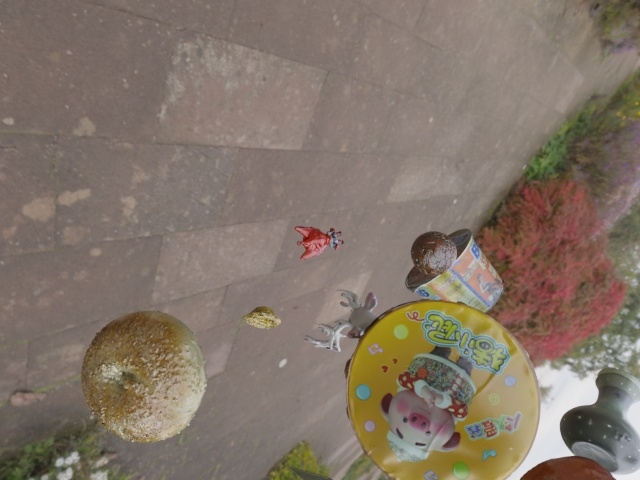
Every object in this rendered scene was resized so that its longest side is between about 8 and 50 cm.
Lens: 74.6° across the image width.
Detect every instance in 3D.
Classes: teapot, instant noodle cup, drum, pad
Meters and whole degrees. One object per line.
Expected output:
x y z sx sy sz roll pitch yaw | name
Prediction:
0.740 0.456 1.081 0.251 0.183 0.183 -40 148 -35 | teapot
0.473 0.133 1.452 0.296 0.214 0.296 -44 -175 5 | instant noodle cup
0.269 0.344 0.986 0.431 0.431 0.214 -54 167 -2 | drum
0.077 0.948 1.498 0.375 0.315 0.063 50 47 -24 | pad

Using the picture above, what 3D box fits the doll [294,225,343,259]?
0.000 0.000 1.358 0.169 0.109 0.057 -8 173 -26 | doll

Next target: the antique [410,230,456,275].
0.250 0.029 0.929 0.104 0.104 0.104 -36 146 -30 | antique

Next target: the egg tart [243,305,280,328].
-0.202 0.266 1.460 0.129 0.128 0.049 74 14 -55 | egg tart

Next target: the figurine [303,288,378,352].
0.126 0.291 1.229 0.206 0.316 0.284 -38 178 -29 | figurine

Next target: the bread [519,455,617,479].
0.552 0.583 0.916 0.244 0.123 0.190 11 100 -12 | bread

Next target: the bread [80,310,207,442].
-0.405 0.302 0.941 0.305 0.305 0.159 -58 160 5 | bread
